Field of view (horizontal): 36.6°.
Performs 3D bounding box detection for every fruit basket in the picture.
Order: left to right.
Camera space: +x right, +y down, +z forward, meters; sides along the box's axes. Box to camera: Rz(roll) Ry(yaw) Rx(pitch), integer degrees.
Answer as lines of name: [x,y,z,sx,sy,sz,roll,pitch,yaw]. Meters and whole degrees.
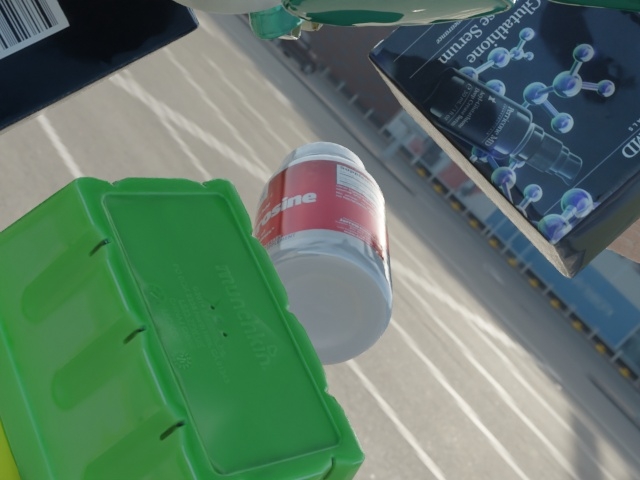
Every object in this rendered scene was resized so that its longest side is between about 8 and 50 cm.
fruit basket: [-0.191,0.164,0.865,0.282,0.392,0.392,-3,42,-44]

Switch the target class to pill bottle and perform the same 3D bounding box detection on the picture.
pill bottle: [0.000,0.000,1.619,0.229,0.229,0.408,41,24,-21]

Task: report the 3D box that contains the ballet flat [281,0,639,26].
ballet flat: [0.121,-0.202,0.605,0.342,0.124,0.116,8,0,39]

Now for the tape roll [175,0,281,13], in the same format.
tape roll: [-0.099,-0.392,1.043,0.246,0.246,0.169,47,-17,16]

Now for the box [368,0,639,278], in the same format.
box: [0.315,-0.199,1.362,0.395,0.293,0.212,50,6,24]

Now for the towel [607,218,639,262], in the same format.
towel: [0.533,-0.105,1.933,0.331,0.053,0.317,31,-23,30]

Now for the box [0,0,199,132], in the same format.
box: [-0.509,-0.294,1.387,0.471,0.479,0.297,4,-56,61]

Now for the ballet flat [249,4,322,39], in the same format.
ballet flat: [-0.033,-0.348,1.440,0.083,0.087,0.247,21,32,23]
